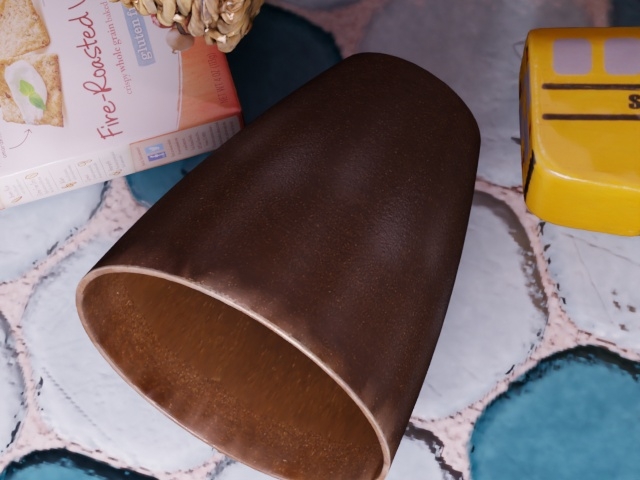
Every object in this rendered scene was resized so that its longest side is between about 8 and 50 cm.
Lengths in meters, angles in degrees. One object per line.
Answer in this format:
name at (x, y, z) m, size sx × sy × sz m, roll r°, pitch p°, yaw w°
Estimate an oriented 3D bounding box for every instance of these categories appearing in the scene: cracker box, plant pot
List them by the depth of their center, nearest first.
plant pot at (0.000, 0.000, 1.176) m, size 0.215 × 0.215 × 0.230 m, roll 28°, pitch 63°, yaw 9°
cracker box at (-0.181, -0.114, 1.267) m, size 0.232 × 0.067 × 0.155 m, roll -16°, pitch 74°, yaw -3°

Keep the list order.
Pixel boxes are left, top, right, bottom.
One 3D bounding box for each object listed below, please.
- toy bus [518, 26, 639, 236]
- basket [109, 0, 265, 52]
toy bus at (0.298, -0.065, 1.223) m, size 0.333 × 0.108 × 0.130 m, roll -1°, pitch 73°, yaw 2°
basket at (-0.092, -0.305, 1.194) m, size 0.223 × 0.213 × 0.299 m, roll 22°, pitch 49°, yaw 6°
